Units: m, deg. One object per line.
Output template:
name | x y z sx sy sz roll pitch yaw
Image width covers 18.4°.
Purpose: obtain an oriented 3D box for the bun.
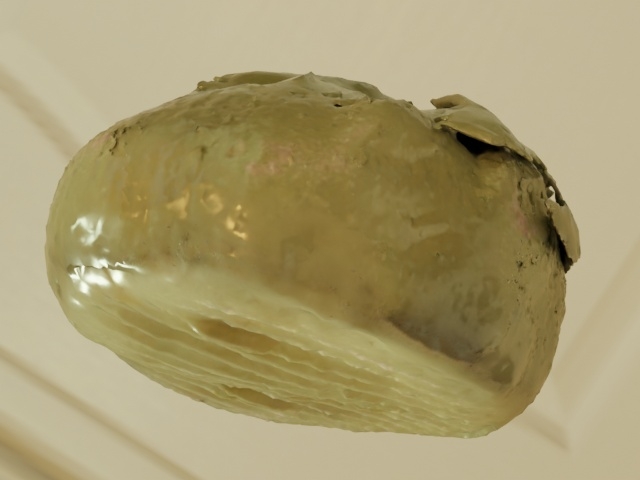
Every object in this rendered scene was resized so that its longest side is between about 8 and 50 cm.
bun | 0.000 0.000 0.860 0.239 0.141 0.239 9 164 3
